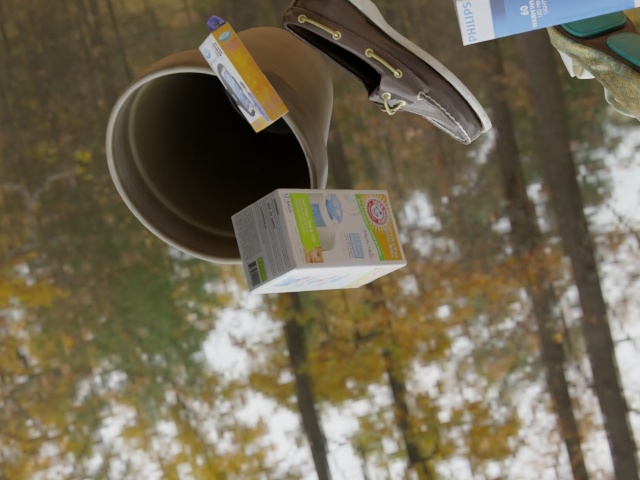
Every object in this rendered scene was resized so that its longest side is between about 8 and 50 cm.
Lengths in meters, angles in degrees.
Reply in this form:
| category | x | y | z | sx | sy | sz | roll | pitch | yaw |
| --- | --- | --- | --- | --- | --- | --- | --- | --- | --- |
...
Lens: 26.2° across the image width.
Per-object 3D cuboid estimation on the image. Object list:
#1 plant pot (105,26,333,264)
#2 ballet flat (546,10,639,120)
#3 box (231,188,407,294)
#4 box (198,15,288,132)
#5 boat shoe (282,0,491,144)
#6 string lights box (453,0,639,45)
| category | x | y | z | sx | sy | sz | roll | pitch | yaw |
| --- | --- | --- | --- | --- | --- | --- | --- | --- | --- |
| plant pot | -0.113 | -0.171 | 2.029 | 0.323 | 0.323 | 0.280 | -10 | -152 | 27 |
| ballet flat | 0.409 | -0.261 | 1.957 | 0.123 | 0.123 | 0.348 | -18 | -139 | -20 |
| box | 0.000 | 0.000 | 1.827 | 0.203 | 0.114 | 0.103 | -1 | 161 | -42 |
| box | -0.093 | -0.189 | 1.557 | 0.028 | 0.136 | 0.081 | -38 | -174 | -15 |
| boat shoe | 0.092 | -0.235 | 1.909 | 0.096 | 0.324 | 0.116 | -51 | -173 | -11 |
| string lights box | 0.301 | -0.351 | 1.815 | 0.260 | 0.076 | 0.133 | -12 | -137 | 6 |
